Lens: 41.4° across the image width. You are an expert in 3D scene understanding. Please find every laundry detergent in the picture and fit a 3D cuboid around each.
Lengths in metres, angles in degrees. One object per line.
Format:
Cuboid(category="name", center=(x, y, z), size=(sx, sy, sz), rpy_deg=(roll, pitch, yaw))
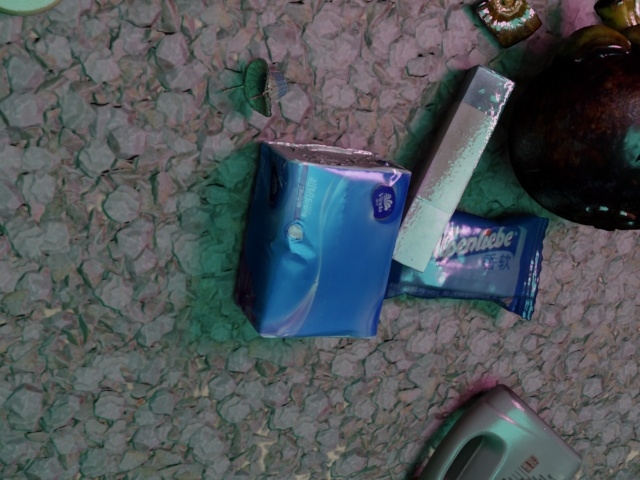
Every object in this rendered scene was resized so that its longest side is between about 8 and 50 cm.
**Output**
Cuboid(category="laundry detergent", center=(0.265, 0.466, 1.541), size=(0.398, 0.125, 0.264), rpy_deg=(-46, 120, 2))

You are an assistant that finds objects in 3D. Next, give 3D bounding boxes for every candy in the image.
Cuboid(category="candy", center=(0.221, 0.030, 1.381), size=(0.331, 0.077, 0.187), rpy_deg=(5, 99, -22))

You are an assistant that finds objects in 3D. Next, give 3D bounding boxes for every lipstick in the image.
Cuboid(category="lipstick", center=(0.192, -0.108, 1.286), size=(0.068, 0.066, 0.317), rpy_deg=(25, 91, -8))

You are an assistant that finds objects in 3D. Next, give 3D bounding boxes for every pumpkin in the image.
Cuboid(category="pumpkin", center=(0.281, -0.343, 1.285), size=(0.073, 0.035, 0.101), rpy_deg=(-40, 123, 9))

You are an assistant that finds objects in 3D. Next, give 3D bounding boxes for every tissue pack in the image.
Cuboid(category="tissue pack", center=(0.000, 0.000, 1.236), size=(0.198, 0.146, 0.263), rpy_deg=(3, 108, -24))

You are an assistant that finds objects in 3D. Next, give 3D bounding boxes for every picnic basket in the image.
Cuboid(category="picnic basket", center=(-0.084, -0.209, 1.169), size=(0.083, 0.065, 0.083), rpy_deg=(-17, 121, -34))

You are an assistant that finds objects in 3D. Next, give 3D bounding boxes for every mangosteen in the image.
Cuboid(category="mangosteen", center=(0.446, -0.167, 1.270), size=(0.330, 0.330, 0.330), rpy_deg=(-8, 112, -19))

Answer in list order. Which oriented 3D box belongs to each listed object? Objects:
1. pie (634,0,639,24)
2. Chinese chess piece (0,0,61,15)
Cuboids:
Cuboid(category="pie", center=(0.559, -0.392, 1.348), size=(0.205, 0.084, 0.179), rpy_deg=(-31, 118, -11))
Cuboid(category="Chinese chess piece", center=(-0.362, -0.341, 1.008), size=(0.144, 0.058, 0.144), rpy_deg=(-8, 112, -21))
